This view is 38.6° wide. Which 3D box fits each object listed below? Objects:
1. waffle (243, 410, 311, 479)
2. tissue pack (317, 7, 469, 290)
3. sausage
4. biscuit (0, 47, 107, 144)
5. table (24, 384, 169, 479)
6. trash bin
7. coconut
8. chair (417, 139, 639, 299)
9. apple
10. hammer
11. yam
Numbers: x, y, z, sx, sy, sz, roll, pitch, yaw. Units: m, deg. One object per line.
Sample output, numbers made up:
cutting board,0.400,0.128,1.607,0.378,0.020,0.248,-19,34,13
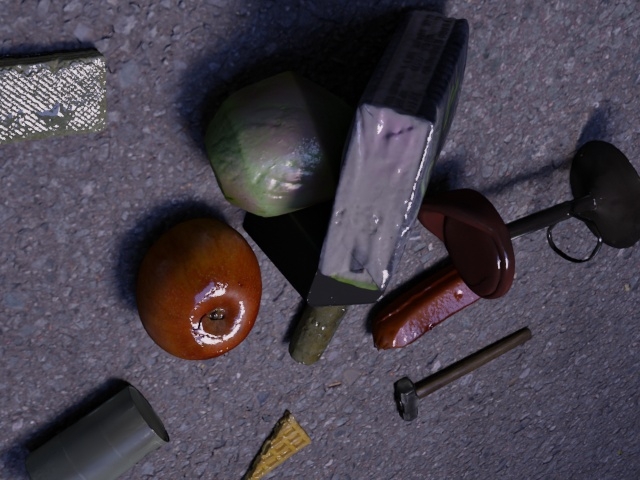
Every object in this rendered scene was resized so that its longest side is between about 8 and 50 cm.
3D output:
waffle,-0.119,0.447,1.929,0.191,0.032,0.125,-35,138,-6
tissue pack,0.119,-0.146,1.362,0.124,0.394,0.288,18,125,7
sausage,0.240,0.116,1.848,0.330,0.102,0.102,-32,136,-8
biscuit,-0.387,-0.190,1.223,0.199,0.040,0.121,-12,132,-26
table,-0.394,0.369,1.616,0.220,0.126,0.126,-35,136,-4
trash bin,0.000,0.000,1.499,0.165,0.225,0.115,0,123,-33
coconut,-0.050,-0.143,1.365,0.236,0.204,0.236,-6,121,-10
chair,0.391,-0.032,1.736,0.401,0.226,0.226,-18,133,-19
apple,-0.192,0.085,1.481,0.210,0.173,0.235,-23,133,-16
hammer,0.333,0.295,2.098,0.365,0.043,0.111,-25,135,-16
yam,0.002,0.151,1.735,0.078,0.078,0.179,5,122,-36
